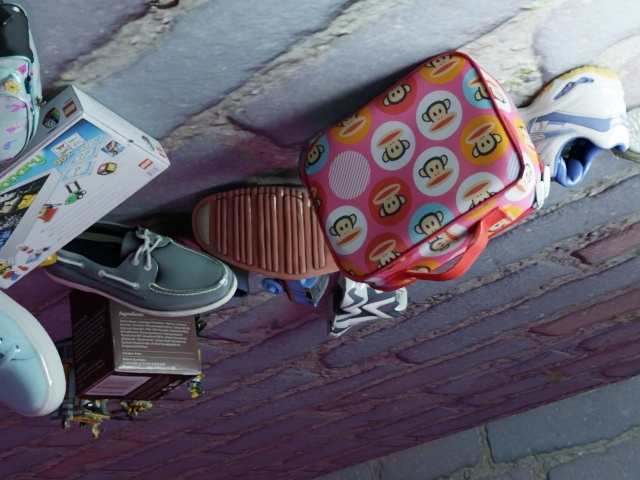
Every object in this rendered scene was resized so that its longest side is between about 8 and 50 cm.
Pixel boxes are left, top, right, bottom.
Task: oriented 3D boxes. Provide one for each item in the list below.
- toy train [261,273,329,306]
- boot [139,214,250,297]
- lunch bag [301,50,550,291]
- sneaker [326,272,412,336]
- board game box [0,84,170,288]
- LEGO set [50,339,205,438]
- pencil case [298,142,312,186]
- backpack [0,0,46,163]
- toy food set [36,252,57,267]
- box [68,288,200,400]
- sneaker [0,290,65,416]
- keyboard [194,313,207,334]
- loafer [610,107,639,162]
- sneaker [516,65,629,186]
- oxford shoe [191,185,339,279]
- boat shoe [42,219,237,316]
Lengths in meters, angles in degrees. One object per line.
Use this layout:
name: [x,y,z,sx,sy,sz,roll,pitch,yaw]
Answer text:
toy train: [-0.051,0.033,1.752,0.105,0.080,0.184,11,146,20]
boot: [-0.193,0.027,1.705,0.219,0.106,0.082,12,150,-42]
lunch bag: [0.134,-0.070,1.351,0.293,0.258,0.120,-31,152,21]
sneaker: [0.098,0.130,2.077,0.153,0.094,0.235,5,145,-10]
board game box: [-0.372,-0.060,1.380,0.305,0.053,0.193,-35,151,12]
LEGO set: [-0.399,0.313,2.178,0.254,0.192,0.331,-9,160,21]
pencil case: [0.048,-0.105,1.531,0.151,0.070,0.064,2,-160,-26]
backpack: [-0.386,-0.158,1.145,0.165,0.144,0.188,-9,161,-14]
toy food set: [-0.503,0.002,1.578,0.232,0.105,0.111,-7,-171,45]
box: [-0.330,0.162,1.856,0.167,0.203,0.168,8,153,-35]
sneaker: [-0.515,0.117,1.456,0.135,0.366,0.150,-49,171,26]
keyboard: [-0.289,0.173,2.139,0.108,0.023,0.180,7,155,-19]
loafer: [0.543,-0.155,1.582,0.251,0.094,0.087,4,167,-17]
sneaker: [0.309,-0.125,1.494,0.111,0.131,0.296,3,156,-31]
oxford shoe: [0.003,-0.020,1.632,0.396,0.141,0.146,5,-166,5]
boat shoe: [-0.286,0.032,1.604,0.319,0.116,0.099,11,146,11]
